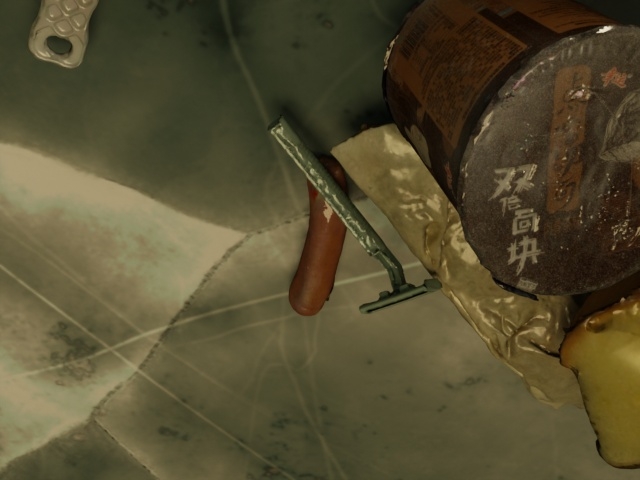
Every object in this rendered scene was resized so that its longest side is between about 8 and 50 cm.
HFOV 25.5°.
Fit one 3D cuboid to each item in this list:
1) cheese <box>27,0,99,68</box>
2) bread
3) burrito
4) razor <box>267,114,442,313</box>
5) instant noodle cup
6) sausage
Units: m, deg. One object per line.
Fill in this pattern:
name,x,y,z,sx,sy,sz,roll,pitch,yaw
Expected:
cheese,-0.205,-0.254,1.130,0.163,0.070,0.249,34,126,-20
bread,0.353,0.084,1.278,0.262,0.162,0.204,-12,126,22
burrito,0.162,0.023,1.307,0.117,0.076,0.392,-26,121,25
razor,0.021,-0.027,1.270,0.084,0.036,0.211,-22,111,38
instant noodle cup,0.163,-0.097,1.094,0.218,0.207,0.217,-10,122,-17
sausage,-0.001,0.000,1.333,0.040,0.047,0.176,-22,139,-33
